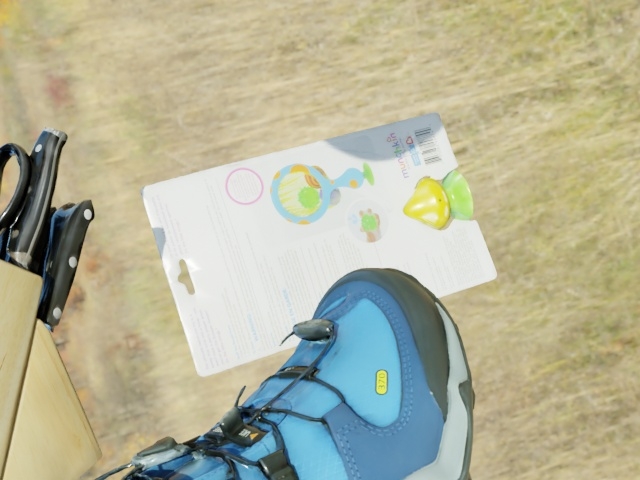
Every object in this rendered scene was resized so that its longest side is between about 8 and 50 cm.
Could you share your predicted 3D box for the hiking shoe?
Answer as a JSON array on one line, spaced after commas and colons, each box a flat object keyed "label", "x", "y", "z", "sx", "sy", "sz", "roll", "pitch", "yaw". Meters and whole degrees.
[{"label": "hiking shoe", "x": -0.036, "y": 0.115, "z": 0.362, "sx": 0.132, "sy": 0.304, "sz": 0.113, "roll": 45, "pitch": 144, "yaw": -24}]

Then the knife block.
[{"label": "knife block", "x": -0.219, "y": 0.042, "z": 0.457, "sx": 0.088, "sy": 0.276, "sz": 0.242, "roll": -10, "pitch": 109, "yaw": 34}]

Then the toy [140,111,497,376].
[{"label": "toy", "x": 0.000, "y": 0.000, "z": 0.700, "sx": 0.056, "sy": 0.237, "sz": 0.136, "roll": 143, "pitch": 110, "yaw": -73}]
